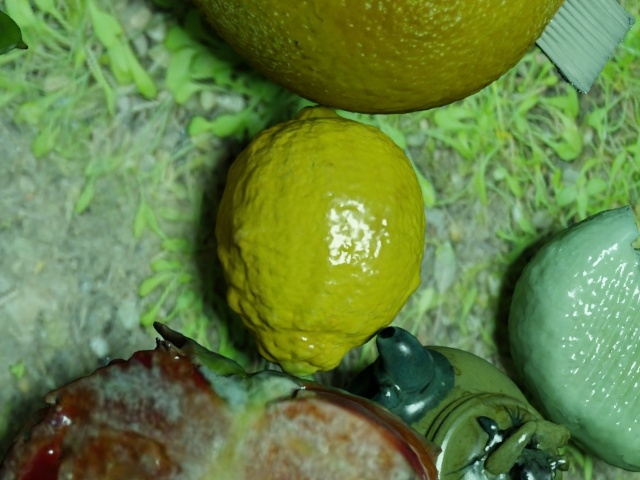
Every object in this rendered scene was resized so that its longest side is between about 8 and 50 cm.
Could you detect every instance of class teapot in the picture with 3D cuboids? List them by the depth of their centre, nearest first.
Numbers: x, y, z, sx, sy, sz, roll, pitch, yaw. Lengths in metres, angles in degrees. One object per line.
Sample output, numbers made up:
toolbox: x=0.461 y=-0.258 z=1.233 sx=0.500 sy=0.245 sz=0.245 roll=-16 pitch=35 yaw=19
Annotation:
teapot: x=0.101 y=0.169 z=1.103 sx=0.173 sy=0.182 sz=0.269 roll=-40 pitch=106 yaw=-28

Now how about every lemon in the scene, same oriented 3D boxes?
lemon: x=0.000 y=0.000 z=1.082 sx=0.142 sy=0.142 sz=0.187 roll=13 pitch=77 yaw=-29

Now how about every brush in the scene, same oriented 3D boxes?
brush: x=0.127 y=-0.248 z=1.255 sx=0.314 sy=0.017 sz=0.090 roll=43 pitch=66 yaw=-19

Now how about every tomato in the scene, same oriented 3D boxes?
tomato: x=-0.054 y=0.211 z=1.003 sx=0.170 sy=0.309 sz=0.309 roll=23 pitch=70 yaw=-67

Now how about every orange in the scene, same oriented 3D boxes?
orange: x=0.035 y=-0.214 z=1.055 sx=0.274 sy=0.274 sz=0.274 roll=3 pitch=84 yaw=-31

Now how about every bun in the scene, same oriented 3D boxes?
bun: x=0.246 y=0.065 z=1.231 sx=0.204 sy=0.126 sz=0.212 roll=-42 pitch=102 yaw=0

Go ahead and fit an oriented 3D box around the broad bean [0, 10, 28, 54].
broad bean: x=-0.297 y=-0.126 z=0.972 sx=0.254 sy=0.046 sz=0.065 roll=4 pitch=84 yaw=-30
